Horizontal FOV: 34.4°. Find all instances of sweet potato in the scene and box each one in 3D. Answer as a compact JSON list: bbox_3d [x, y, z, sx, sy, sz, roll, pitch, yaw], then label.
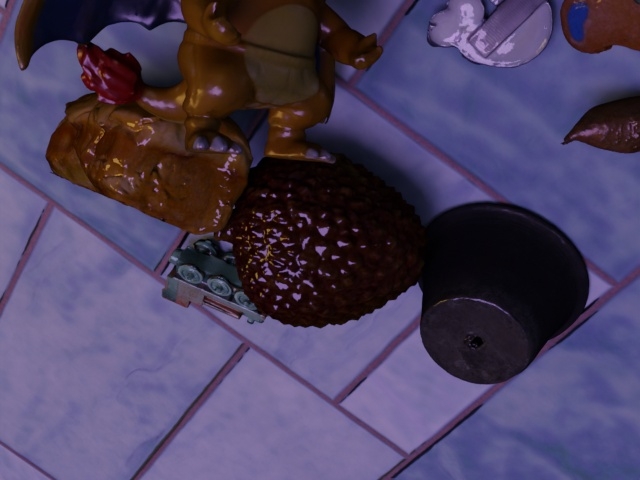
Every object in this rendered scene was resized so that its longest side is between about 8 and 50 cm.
[{"bbox_3d":[0.377,-0.128,1.140,0.226,0.068,0.068,2,128,3],"label":"sweet potato"}]

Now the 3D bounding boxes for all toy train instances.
[{"bbox_3d":[-0.145,0.069,1.544,0.176,0.074,0.118,23,142,2],"label":"toy train"}]

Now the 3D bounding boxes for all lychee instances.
[{"bbox_3d":[0.000,0.000,1.314,0.271,0.236,0.236,13,131,-2],"label":"lychee"}]

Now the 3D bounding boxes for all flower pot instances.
[{"bbox_3d":[0.214,0.085,1.323,0.235,0.148,0.235,13,129,16],"label":"flower pot"}]

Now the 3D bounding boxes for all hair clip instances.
[{"bbox_3d":[0.203,-0.247,1.137,0.116,0.049,0.172,43,134,-4],"label":"hair clip"}]

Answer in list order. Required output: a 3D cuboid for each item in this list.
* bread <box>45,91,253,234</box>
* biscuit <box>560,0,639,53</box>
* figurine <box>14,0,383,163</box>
[{"bbox_3d":[-0.223,-0.113,1.317,0.195,0.148,0.344,25,177,-30],"label":"bread"},{"bbox_3d":[0.400,-0.230,1.016,0.324,0.049,0.205,25,132,20],"label":"biscuit"},{"bbox_3d":[-0.087,-0.281,1.056,0.268,0.401,0.387,19,103,59],"label":"figurine"}]
